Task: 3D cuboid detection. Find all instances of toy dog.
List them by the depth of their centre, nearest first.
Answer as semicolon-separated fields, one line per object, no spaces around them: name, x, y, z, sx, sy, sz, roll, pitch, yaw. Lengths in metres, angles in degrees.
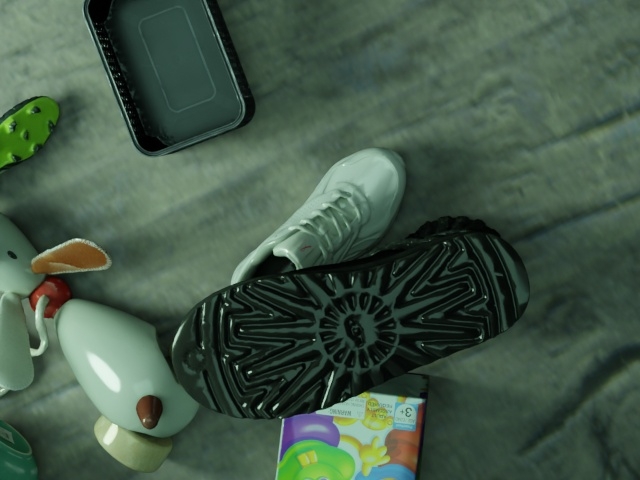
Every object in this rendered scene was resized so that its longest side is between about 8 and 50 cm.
toy dog;-0.244;0.106;1.806;0.333;0.161;0.220;18;96;3

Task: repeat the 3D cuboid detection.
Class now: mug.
mug;-0.361;0.233;1.830;0.129;0.158;0.097;40;94;16

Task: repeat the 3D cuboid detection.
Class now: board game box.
board game box;0.026;0.274;1.806;0.142;0.144;0.275;7;96;4

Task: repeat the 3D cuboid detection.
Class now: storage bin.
storage bin;-0.152;-0.185;1.811;0.122;0.084;0.180;-20;94;6

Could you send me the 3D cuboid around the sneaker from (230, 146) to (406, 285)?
sneaker;0.000;0.000;1.797;0.090;0.115;0.232;43;97;0

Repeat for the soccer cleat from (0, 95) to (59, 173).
soccer cleat;-0.349;-0.091;1.850;0.179;0.072;0.060;-45;134;-7

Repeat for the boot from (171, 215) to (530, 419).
boot;0.033;0.071;1.722;0.348;0.260;0.131;-13;95;-1
